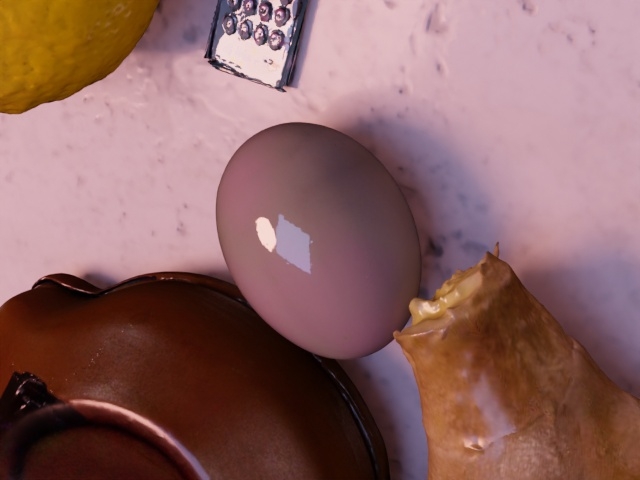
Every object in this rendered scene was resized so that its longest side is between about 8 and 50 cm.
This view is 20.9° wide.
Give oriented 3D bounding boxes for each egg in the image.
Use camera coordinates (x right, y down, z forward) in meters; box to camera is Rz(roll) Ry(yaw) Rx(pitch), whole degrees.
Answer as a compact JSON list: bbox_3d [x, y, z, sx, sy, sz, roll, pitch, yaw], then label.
[{"bbox_3d":[0.000,0.000,0.938,0.103,0.103,0.135,-28,95,30],"label":"egg"}]

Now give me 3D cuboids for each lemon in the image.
[{"bbox_3d":[-0.168,-0.167,0.933,0.180,0.180,0.193,48,128,6],"label":"lemon"}]

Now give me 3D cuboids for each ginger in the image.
[{"bbox_3d":[0.129,0.205,0.906,0.236,0.166,0.375,18,121,29],"label":"ginger"}]

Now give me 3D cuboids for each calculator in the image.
[{"bbox_3d":[-0.025,-0.169,0.951,0.057,0.018,0.172,21,112,18],"label":"calculator"}]

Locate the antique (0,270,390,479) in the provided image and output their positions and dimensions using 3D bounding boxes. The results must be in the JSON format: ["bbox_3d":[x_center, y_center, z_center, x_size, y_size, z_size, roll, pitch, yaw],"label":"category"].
[{"bbox_3d":[-0.089,0.133,1.009,0.278,0.129,0.223,34,119,16],"label":"antique"}]
